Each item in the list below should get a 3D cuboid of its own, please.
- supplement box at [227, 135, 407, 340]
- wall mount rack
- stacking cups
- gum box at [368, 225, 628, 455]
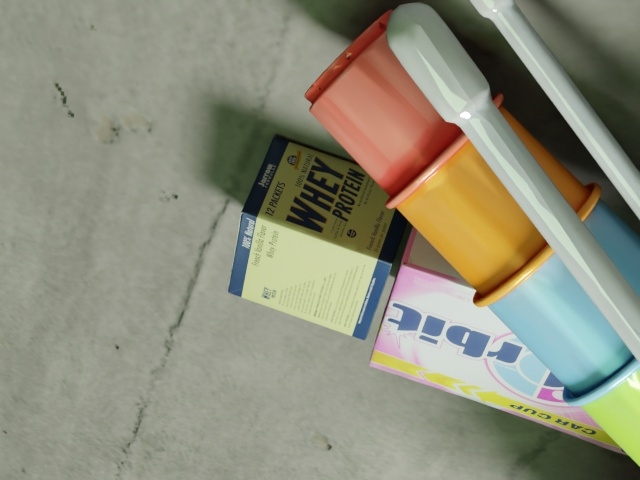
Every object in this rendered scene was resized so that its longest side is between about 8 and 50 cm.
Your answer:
[{"bbox_3d":[0.000,0.000,0.756,0.083,0.056,0.083,19,145,3],"label":"supplement box"},{"bbox_3d":[0.171,-0.006,0.504,0.304,0.350,0.130,14,109,5],"label":"wall mount rack"},{"bbox_3d":[0.121,0.027,0.631,0.316,0.096,0.096,44,142,-4],"label":"stacking cups"},{"bbox_3d":[0.130,0.048,0.746,0.188,0.062,0.107,18,145,4],"label":"gum box"}]
